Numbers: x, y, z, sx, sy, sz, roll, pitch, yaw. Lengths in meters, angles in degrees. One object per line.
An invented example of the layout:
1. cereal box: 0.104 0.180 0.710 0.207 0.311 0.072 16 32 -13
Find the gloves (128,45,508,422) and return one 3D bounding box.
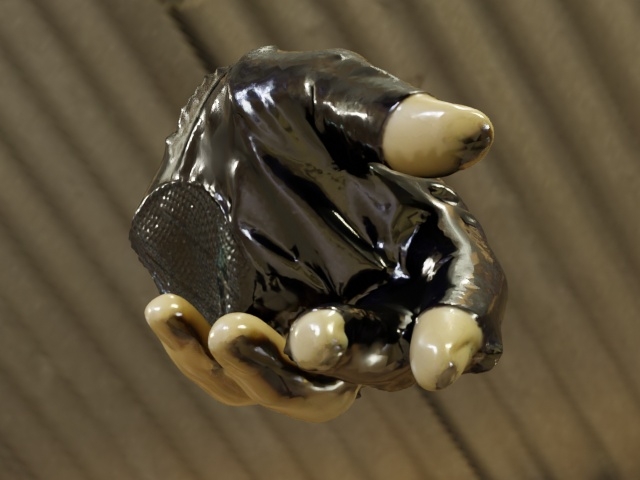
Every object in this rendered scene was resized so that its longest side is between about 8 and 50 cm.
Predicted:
1. gloves: 0.005 0.000 0.954 0.152 0.301 0.197 22 -75 -14
